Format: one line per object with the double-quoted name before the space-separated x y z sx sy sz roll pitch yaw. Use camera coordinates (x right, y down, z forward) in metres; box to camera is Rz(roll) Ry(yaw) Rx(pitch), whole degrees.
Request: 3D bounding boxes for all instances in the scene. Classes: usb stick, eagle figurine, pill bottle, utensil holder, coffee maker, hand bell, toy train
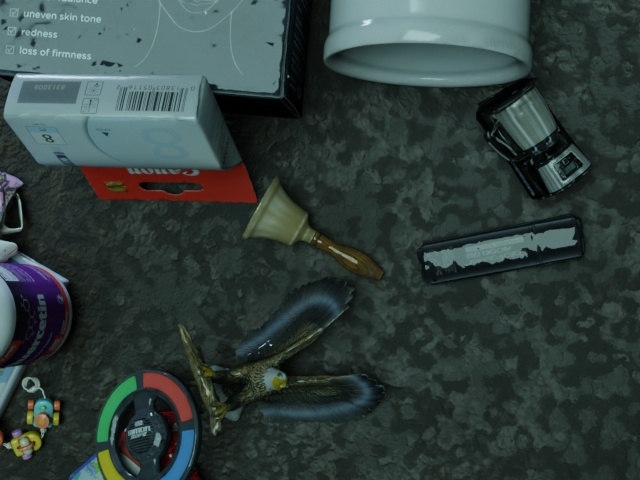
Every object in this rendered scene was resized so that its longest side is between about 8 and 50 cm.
"usb stick" 0.302 0.017 1.819 0.278 0.045 0.077 -11 93 11
"eagle figurine" -0.065 0.219 1.842 0.298 0.225 0.226 -18 129 -18
"pill bottle" -0.556 0.127 1.817 0.181 0.323 0.181 0 88 11
"utensil holder" 0.179 -0.461 1.724 0.328 0.327 0.385 3 86 12
"coffee maker" 0.347 -0.167 1.774 0.120 0.171 0.178 -33 99 16
"hand bell" 0.000 0.000 1.869 0.242 0.126 0.126 28 94 -2
"toy train" -0.548 0.333 1.965 0.125 0.046 0.166 43 96 -14

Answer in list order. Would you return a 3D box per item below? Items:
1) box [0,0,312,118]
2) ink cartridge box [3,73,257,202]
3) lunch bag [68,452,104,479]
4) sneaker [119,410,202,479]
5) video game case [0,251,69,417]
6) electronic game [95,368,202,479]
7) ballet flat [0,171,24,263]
"box" -0.254 -0.466 1.800 0.480 0.297 0.471 6 91 4
"ink cartridge box" -0.293 -0.129 1.776 0.308 0.385 0.091 1 62 11
"lunch bag" -0.396 0.471 1.931 0.129 0.096 0.151 38 82 13
"sneaker" -0.255 0.376 1.900 0.221 0.087 0.128 27 94 14
"video game case" -0.664 0.149 2.022 0.300 0.036 0.329 29 93 11
"electronic game" -0.294 0.332 1.849 0.229 0.048 0.229 -8 74 31
"ballet flat" -0.581 -0.018 1.971 0.079 0.077 0.221 13 70 -14
